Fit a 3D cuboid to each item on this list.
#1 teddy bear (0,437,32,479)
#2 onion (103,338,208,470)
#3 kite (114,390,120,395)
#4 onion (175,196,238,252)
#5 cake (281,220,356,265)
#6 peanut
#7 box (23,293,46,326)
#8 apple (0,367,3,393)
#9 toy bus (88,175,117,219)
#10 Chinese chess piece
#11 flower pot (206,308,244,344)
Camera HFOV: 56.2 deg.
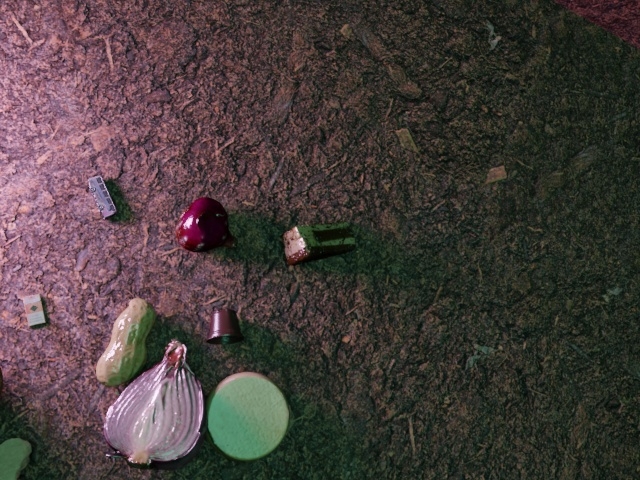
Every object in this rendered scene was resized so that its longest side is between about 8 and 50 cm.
[{"bbox_3d":[-0.860,0.766,1.501,0.327,0.375,0.362,0,120,-15],"label":"teddy bear"},{"bbox_3d":[-0.426,0.464,1.658,0.267,0.159,0.348,15,57,3],"label":"onion"},{"bbox_3d":[-0.555,0.459,1.700,0.078,0.002,0.044,22,73,-11],"label":"kite"},{"bbox_3d":[-0.328,-0.037,1.801,0.198,0.135,0.173,25,76,-10],"label":"onion"},{"bbox_3d":[0.011,-0.003,1.885,0.246,0.135,0.112,-12,80,-17],"label":"cake"},{"bbox_3d":[-0.537,0.290,1.687,0.124,0.123,0.256,23,69,-9],"label":"peanut"},{"bbox_3d":[-0.805,0.196,1.687,0.046,0.012,0.083,-13,83,-16],"label":"box"},{"bbox_3d":[-0.958,0.362,1.495,0.295,0.233,0.257,35,87,-10],"label":"apple"},{"bbox_3d":[-0.650,-0.128,1.788,0.052,0.037,0.130,-23,83,-23],"label":"toy bus"},{"bbox_3d":[-0.214,0.507,1.732,0.251,0.097,0.250,3,78,-14],"label":"Chinese chess piece"},{"bbox_3d":[-0.283,0.252,1.772,0.111,0.111,0.089,0,67,-15],"label":"flower pot"}]
